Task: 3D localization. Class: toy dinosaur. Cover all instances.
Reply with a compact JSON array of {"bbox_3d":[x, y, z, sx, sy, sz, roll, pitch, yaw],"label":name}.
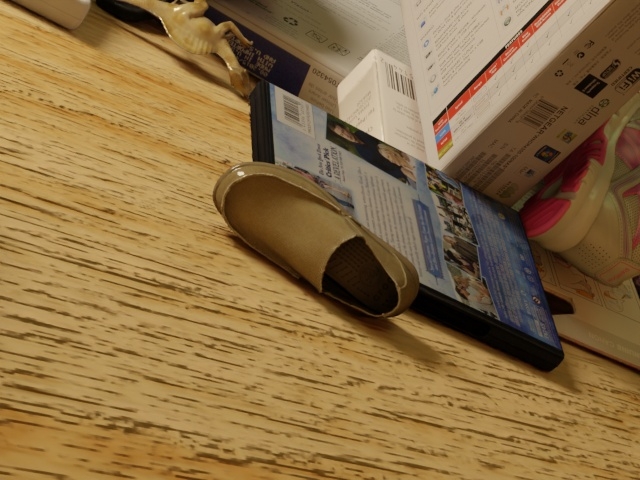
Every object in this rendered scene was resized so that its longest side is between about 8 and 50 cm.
[{"bbox_3d":[-0.127,-0.208,1.200,0.183,0.053,0.092,32,38,-6],"label":"toy dinosaur"}]

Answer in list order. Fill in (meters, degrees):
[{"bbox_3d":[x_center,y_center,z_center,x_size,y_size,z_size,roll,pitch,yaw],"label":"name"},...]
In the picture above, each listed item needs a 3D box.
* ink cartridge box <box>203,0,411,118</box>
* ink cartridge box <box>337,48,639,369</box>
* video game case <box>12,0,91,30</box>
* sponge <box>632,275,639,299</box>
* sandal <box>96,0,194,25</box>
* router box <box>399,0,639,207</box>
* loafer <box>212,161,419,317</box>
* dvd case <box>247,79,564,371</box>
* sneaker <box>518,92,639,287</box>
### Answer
[{"bbox_3d":[0.077,-0.213,1.411,0.324,0.071,0.330,31,34,12],"label":"ink cartridge box"},{"bbox_3d":[0.156,-0.009,1.126,0.296,0.066,0.261,23,42,-28],"label":"ink cartridge box"},{"bbox_3d":[-0.330,-0.341,1.128,0.300,0.036,0.329,25,32,-22],"label":"video game case"},{"bbox_3d":[0.393,0.085,1.284,0.210,0.031,0.117,30,-6,-2],"label":"sponge"},{"bbox_3d":[-0.170,-0.239,1.297,0.067,0.040,0.179,30,28,16],"label":"sandal"},{"bbox_3d":[0.205,-0.239,1.055,0.082,0.335,0.301,22,42,-27],"label":"router box"},{"bbox_3d":[0.000,0.000,0.797,0.148,0.056,0.050,29,8,-7],"label":"loafer"},{"bbox_3d":[0.061,-0.012,0.941,0.253,0.022,0.180,26,32,-23],"label":"dvd case"},{"bbox_3d":[0.256,-0.040,1.127,0.111,0.103,0.252,46,41,-7],"label":"sneaker"}]
